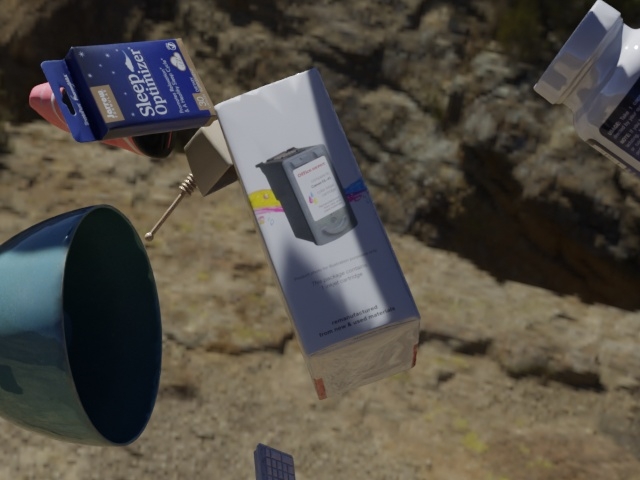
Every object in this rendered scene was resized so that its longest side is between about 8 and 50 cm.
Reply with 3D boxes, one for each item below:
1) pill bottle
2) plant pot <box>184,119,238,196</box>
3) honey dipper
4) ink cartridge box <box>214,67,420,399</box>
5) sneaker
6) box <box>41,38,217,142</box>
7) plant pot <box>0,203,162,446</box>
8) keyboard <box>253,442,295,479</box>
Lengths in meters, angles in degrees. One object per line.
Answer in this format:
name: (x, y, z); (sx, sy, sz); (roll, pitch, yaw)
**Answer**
pill bottle: (0.382, -0.145, 1.414); (0.265, 0.153, 0.153); (36, 27, 2)
plant pot: (-0.182, -0.160, 2.280); (0.096, 0.109, 0.109); (52, 44, 6)
honey dipper: (-0.298, -0.062, 2.511); (0.030, 0.160, 0.030); (37, 1, -1)
ink cartridge box: (0.000, 0.000, 1.401); (0.131, 0.226, 0.306); (-21, 70, -3)
sneaker: (-0.381, -0.227, 2.223); (0.136, 0.116, 0.314); (9, -6, 35)
box: (-0.264, -0.211, 1.754); (0.225, 0.036, 0.136); (-14, 71, -40)
plant pot: (-0.336, 0.110, 1.527); (0.195, 0.290, 0.290); (-6, 21, 14)
keyboard: (-0.040, 0.357, 1.414); (0.072, 0.014, 0.256); (26, 48, -46)
